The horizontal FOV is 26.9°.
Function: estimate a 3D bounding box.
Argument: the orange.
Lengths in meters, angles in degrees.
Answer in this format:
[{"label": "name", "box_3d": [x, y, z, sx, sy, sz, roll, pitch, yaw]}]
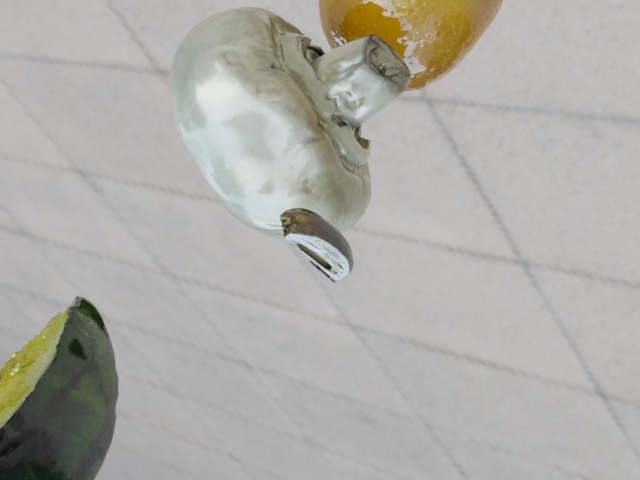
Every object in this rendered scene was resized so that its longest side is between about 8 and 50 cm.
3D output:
[{"label": "orange", "box_3d": [0.099, -0.275, 1.486, 0.193, 0.219, 0.219, 52, 154, -21]}]

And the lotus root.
[{"label": "lotus root", "box_3d": [0.002, -0.001, 1.086, 0.030, 0.037, 0.083, -27, 135, 22]}]

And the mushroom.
[{"label": "mushroom", "box_3d": [-0.020, -0.135, 1.371, 0.260, 0.234, 0.254, 45, -158, -53]}]

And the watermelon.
[{"label": "watermelon", "box_3d": [-0.268, 0.183, 1.055, 0.123, 0.301, 0.129, 47, 179, -42]}]
